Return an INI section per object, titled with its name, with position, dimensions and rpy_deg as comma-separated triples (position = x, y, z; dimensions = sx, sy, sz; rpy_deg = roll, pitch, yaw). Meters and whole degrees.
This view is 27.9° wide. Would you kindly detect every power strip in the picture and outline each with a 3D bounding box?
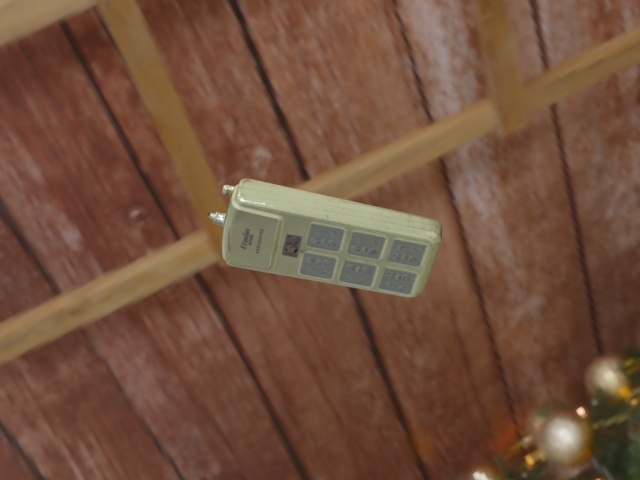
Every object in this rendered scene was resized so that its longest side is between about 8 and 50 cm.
[power strip]
position = 0.000, 0.000, 0.938
dimensions = 0.076, 0.169, 0.028
rpy_deg = 103, 177, -47
